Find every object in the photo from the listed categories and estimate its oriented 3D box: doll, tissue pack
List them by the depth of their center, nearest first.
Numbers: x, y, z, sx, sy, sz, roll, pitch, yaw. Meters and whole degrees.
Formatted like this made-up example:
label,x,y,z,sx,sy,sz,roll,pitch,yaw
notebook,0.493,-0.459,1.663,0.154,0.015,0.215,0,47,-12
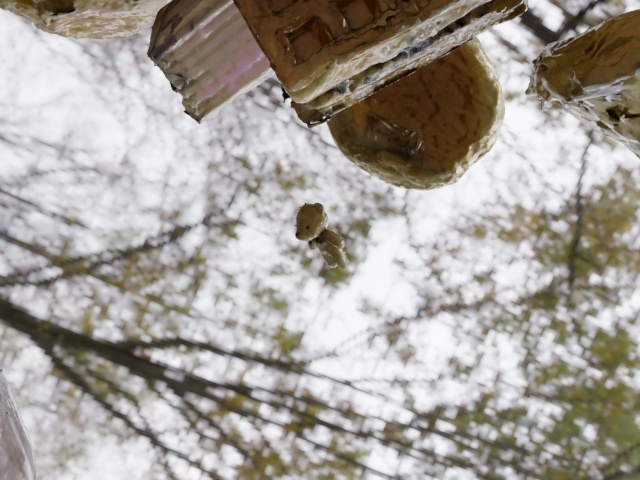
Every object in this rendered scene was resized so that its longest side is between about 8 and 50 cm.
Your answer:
label,x,y,z,sx,sy,sz,roll,pitch,yaw
tissue pack,-0.033,-0.293,1.614,0.343,0.125,0.242,-34,-161,11
doll,0.005,-0.007,1.802,0.061,0.093,0.051,-2,-123,48

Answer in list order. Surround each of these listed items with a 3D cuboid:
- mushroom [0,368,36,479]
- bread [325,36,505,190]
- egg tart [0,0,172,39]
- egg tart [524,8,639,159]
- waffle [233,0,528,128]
label,x,y,z,sx,sy,sz,roll,pitch,yaw
mushroom,-0.520,0.267,1.791,0.331,0.356,0.334,-58,-170,30
bread,0.118,-0.177,1.881,0.134,0.244,0.244,143,-30,-84
egg tart,-0.308,-0.346,1.838,0.351,0.339,0.153,-14,-95,59
egg tart,0.317,-0.138,1.087,0.341,0.341,0.132,-19,-87,56
waffle,0.001,-0.270,1.149,0.213,0.091,0.308,-29,-110,-1
